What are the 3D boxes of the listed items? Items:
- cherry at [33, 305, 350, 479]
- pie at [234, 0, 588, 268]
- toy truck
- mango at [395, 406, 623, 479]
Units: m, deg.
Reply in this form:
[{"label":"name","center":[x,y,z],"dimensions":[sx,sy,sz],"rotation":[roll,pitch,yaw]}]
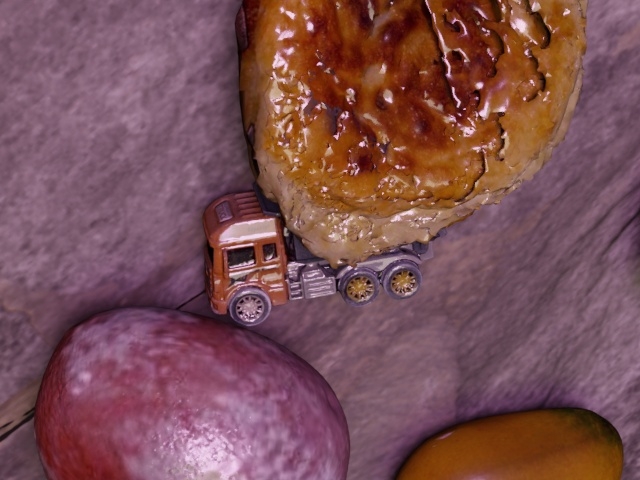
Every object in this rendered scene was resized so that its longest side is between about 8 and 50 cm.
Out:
[{"label":"cherry","center":[-0.092,0.173,0.936],"dimensions":[0.236,0.213,0.285],"rotation":[-39,115,22]},{"label":"pie","center":[0.072,-0.134,0.866],"dimensions":[0.308,0.085,0.308],"rotation":[-2,96,-17]},{"label":"toy truck","center":[0.000,0.000,0.954],"dimensions":[0.192,0.083,0.092],"rotation":[-9,116,-8]},{"label":"mango","center":[0.169,0.229,1.070],"dimensions":[0.221,0.120,0.151],"rotation":[-11,115,-14]}]
